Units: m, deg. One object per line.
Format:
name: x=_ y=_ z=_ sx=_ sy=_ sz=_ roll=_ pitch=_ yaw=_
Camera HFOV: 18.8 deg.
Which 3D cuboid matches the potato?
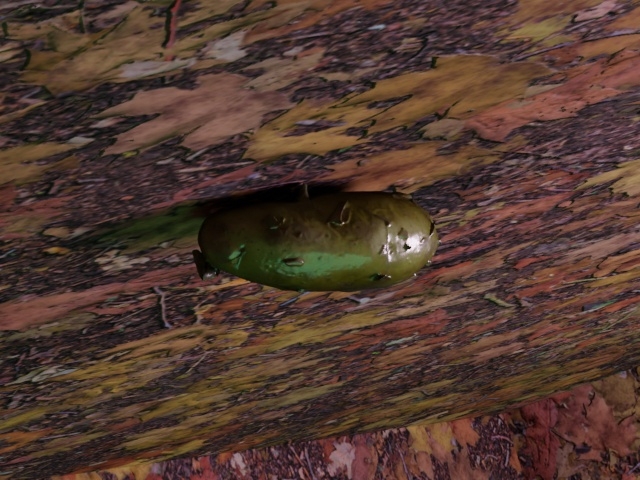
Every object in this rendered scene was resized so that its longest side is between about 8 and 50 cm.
potato: x=0.000 y=0.000 z=1.657 sx=0.225 sy=0.090 sz=0.117 roll=-2 pitch=169 yaw=-30
